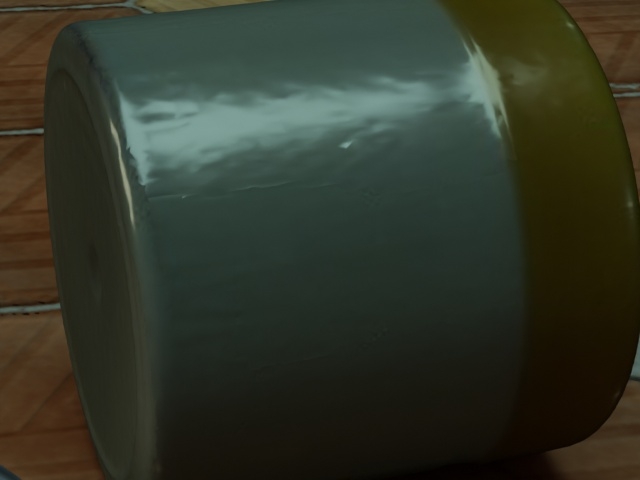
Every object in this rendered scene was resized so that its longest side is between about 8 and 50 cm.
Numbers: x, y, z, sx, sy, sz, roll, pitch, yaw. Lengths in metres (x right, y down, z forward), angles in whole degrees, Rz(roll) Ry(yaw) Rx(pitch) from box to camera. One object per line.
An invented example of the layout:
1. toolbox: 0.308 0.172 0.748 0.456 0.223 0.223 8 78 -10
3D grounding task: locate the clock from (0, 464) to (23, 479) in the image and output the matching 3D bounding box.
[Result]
1. clock: -0.220 0.124 0.671 0.189 0.189 0.254 -17 27 -32

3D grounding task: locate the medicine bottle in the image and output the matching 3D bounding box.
1. medicine bottle: 0.000 0.000 0.832 0.232 0.238 0.238 -8 29 -16
